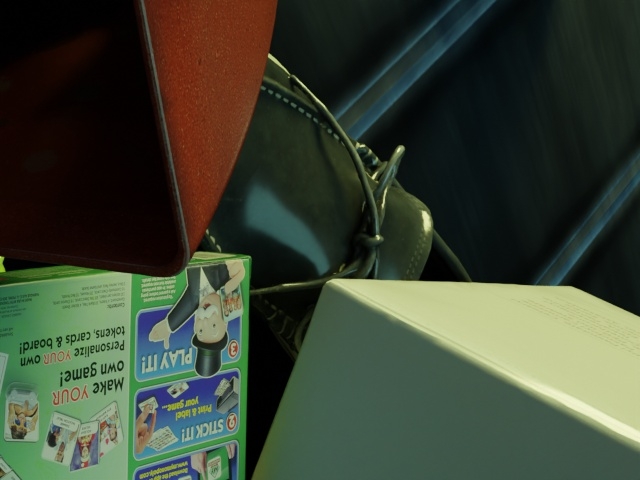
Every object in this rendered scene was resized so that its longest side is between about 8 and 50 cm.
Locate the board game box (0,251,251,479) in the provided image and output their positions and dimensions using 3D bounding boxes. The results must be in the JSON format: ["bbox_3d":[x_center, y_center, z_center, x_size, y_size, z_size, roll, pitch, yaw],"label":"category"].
[{"bbox_3d":[-0.148,0.122,0.949,0.317,0.046,0.213,-5,99,-58],"label":"board game box"}]

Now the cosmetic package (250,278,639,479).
[{"bbox_3d":[0.177,0.237,1.173,0.394,0.327,0.329,5,109,-56],"label":"cosmetic package"}]

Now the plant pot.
[{"bbox_3d":[-0.157,-0.165,0.841,0.235,0.267,0.267,-54,144,-52],"label":"plant pot"}]

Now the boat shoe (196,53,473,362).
[{"bbox_3d":[0.000,0.000,1.214,0.186,0.156,0.500,-62,143,-16],"label":"boat shoe"}]

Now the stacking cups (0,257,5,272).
[{"bbox_3d":[-0.212,0.088,0.988,0.096,0.096,0.316,-46,137,-37],"label":"stacking cups"}]
